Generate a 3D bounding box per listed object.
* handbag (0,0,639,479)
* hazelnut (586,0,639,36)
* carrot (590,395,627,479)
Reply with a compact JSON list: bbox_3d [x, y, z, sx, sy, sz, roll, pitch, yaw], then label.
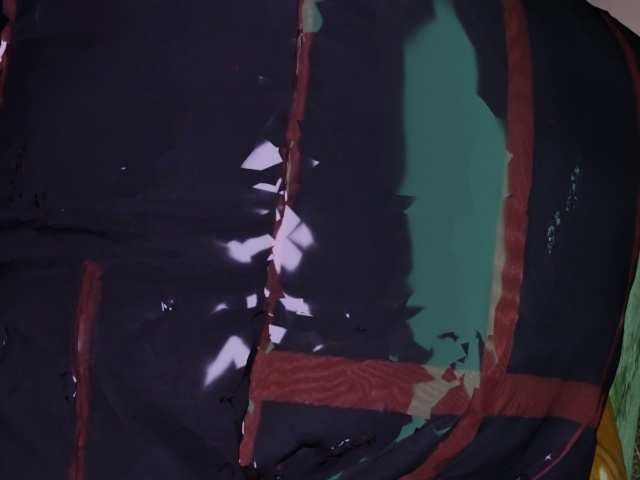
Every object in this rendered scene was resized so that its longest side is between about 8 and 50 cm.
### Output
[{"bbox_3d":[0.000,0.000,0.528,0.215,0.155,0.169,16,76,-59],"label":"handbag"},{"bbox_3d":[0.172,-0.228,1.042,0.261,0.241,0.261,-49,169,-13],"label":"hazelnut"},{"bbox_3d":[0.074,0.066,0.888,0.225,0.159,0.159,-68,160,-52],"label":"carrot"}]
